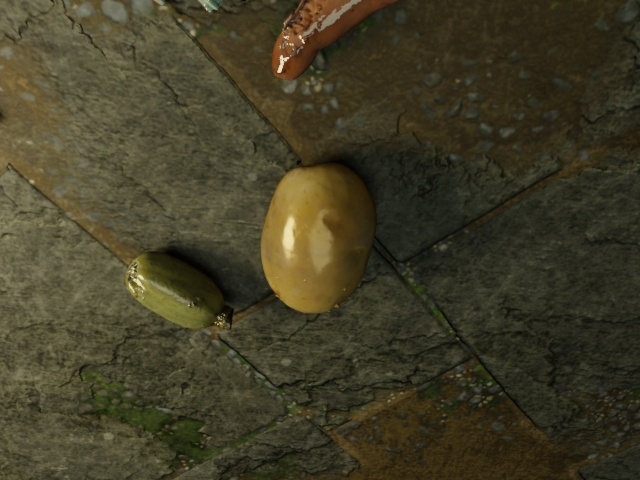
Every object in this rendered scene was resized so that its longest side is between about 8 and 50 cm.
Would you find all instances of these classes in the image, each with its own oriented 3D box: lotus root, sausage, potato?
[{"bbox_3d":[-0.213,0.083,0.998,0.183,0.077,0.090,31,126,-17],"label":"lotus root"},{"bbox_3d":[0.058,-0.293,0.750,0.304,0.078,0.078,-29,121,21],"label":"sausage"},{"bbox_3d":[0.000,0.000,0.921,0.150,0.146,0.233,-11,130,-31],"label":"potato"}]

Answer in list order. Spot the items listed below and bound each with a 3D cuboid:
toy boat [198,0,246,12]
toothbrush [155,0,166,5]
[{"bbox_3d":[-0.109,-0.284,0.710,0.066,0.140,0.059,-45,116,7],"label":"toy boat"},{"bbox_3d":[-0.280,-0.365,0.720,0.269,0.021,0.027,38,103,-25],"label":"toothbrush"}]
